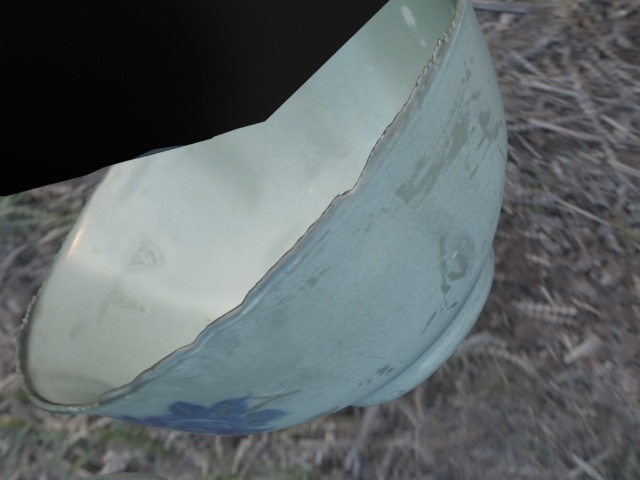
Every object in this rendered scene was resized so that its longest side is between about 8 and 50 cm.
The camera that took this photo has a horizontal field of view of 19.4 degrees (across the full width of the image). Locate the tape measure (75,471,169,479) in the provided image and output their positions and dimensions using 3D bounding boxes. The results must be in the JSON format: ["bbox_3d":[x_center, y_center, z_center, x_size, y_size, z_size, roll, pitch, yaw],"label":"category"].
[{"bbox_3d":[-0.048,0.141,0.521,0.098,0.351,0.215,48,133,18],"label":"tape measure"}]

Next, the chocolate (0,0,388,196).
[{"bbox_3d":[-0.089,-0.139,0.335,0.224,0.206,0.177,6,59,-34],"label":"chocolate"}]

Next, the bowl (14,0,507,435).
[{"bbox_3d":[0.000,0.000,0.957,0.313,0.313,0.146,-45,112,5],"label":"bowl"}]
